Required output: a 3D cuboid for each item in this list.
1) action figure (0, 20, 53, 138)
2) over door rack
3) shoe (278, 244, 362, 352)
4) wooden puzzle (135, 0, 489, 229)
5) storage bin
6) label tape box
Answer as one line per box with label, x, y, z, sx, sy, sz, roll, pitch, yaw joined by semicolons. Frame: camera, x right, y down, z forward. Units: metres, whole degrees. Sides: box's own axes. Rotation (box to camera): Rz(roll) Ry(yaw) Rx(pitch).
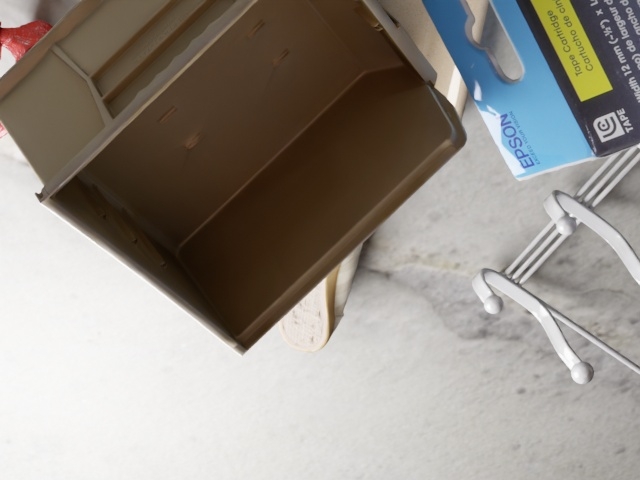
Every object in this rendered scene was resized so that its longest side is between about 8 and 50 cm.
action figure;-0.201;-0.083;1.249;0.280;0.091;0.139;36;106;-26
over door rack;0.343;0.045;1.382;0.324;0.108;0.239;28;120;-23
shoe;0.000;0.000;1.357;0.076;0.058;0.219;20;123;18
wooden puzzle;-0.023;-0.183;1.152;0.347;0.080;0.322;-16;135;-28
storage bin;-0.054;-0.090;1.050;0.260;0.123;0.262;-43;141;2
label tape box;0.250;-0.217;1.051;0.347;0.115;0.249;-20;106;33
